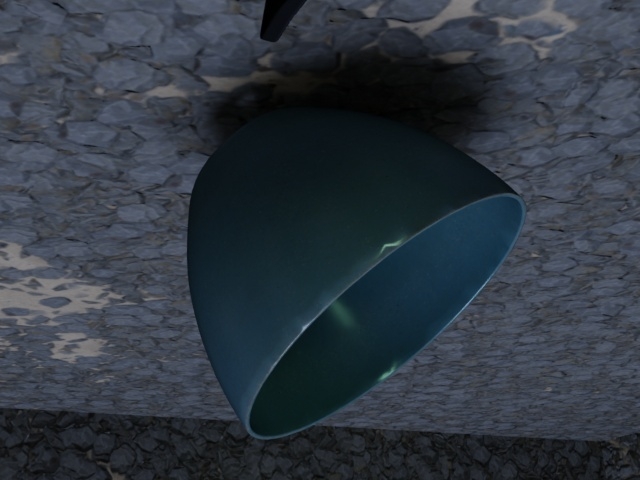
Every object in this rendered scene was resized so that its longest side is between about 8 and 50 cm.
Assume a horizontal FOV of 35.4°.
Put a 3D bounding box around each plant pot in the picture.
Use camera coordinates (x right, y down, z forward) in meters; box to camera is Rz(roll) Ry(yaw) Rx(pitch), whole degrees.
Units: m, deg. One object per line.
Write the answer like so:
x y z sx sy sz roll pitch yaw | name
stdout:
0.000 0.000 0.853 0.290 0.195 0.290 -34 157 -17 | plant pot

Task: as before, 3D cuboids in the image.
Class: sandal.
-0.018 -0.181 0.623 0.040 0.067 0.179 16 156 -16 | sandal
